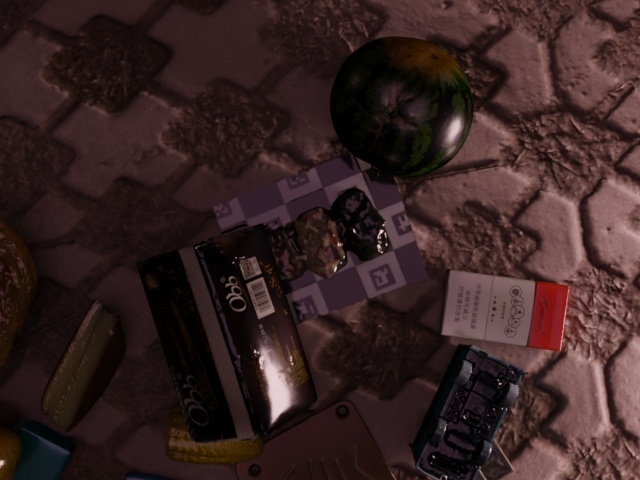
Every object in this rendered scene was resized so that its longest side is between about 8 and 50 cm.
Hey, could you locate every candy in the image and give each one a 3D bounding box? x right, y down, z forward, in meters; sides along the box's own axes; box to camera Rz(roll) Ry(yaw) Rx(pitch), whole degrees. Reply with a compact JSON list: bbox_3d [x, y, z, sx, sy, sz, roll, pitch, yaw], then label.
[{"bbox_3d":[-0.210,0.395,1.450,0.198,0.094,0.106,11,86,-6],"label":"candy"}]

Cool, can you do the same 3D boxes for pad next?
[{"bbox_3d":[0.004,0.508,1.490,0.284,0.018,0.287,-29,90,1],"label":"pad"}]

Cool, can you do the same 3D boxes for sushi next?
[{"bbox_3d":[0.000,0.000,1.436,0.372,0.100,0.297,-20,91,0],"label":"sushi"}]

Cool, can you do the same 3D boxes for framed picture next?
[{"bbox_3d":[0.346,0.450,1.492,0.066,0.006,0.089,-32,91,1],"label":"framed picture"}]

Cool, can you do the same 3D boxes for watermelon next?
[{"bbox_3d":[0.150,-0.248,1.357,0.268,0.269,0.269,0,91,0],"label":"watermelon"}]

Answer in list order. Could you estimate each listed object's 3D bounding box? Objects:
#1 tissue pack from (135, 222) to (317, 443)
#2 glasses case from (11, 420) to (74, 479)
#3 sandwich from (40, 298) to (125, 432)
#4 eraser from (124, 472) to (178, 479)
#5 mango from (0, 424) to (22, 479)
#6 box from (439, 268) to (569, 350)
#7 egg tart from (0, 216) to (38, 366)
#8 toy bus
[{"bbox_3d":[-0.168,0.164,1.360,0.198,0.210,0.370,-16,91,41],"label":"tissue pack"},{"bbox_3d":[-0.613,0.519,1.466,0.117,0.070,0.301,30,89,-6],"label":"glasses case"},{"bbox_3d":[-0.460,0.242,1.445,0.094,0.096,0.258,29,92,6],"label":"sandwich"},{"bbox_3d":[-0.351,0.632,1.477,0.144,0.042,0.312,10,91,0],"label":"eraser"},{"bbox_3d":[-0.742,0.428,1.355,0.377,0.264,0.221,-9,100,8],"label":"mango"},{"bbox_3d":[0.368,0.139,1.472,0.245,0.035,0.139,7,91,0],"label":"box"},{"bbox_3d":[-0.696,0.085,1.411,0.339,0.153,0.351,-44,91,0],"label":"egg tart"},{"bbox_3d":[0.278,0.338,1.421,0.128,0.147,0.256,26,86,1],"label":"toy bus"}]
